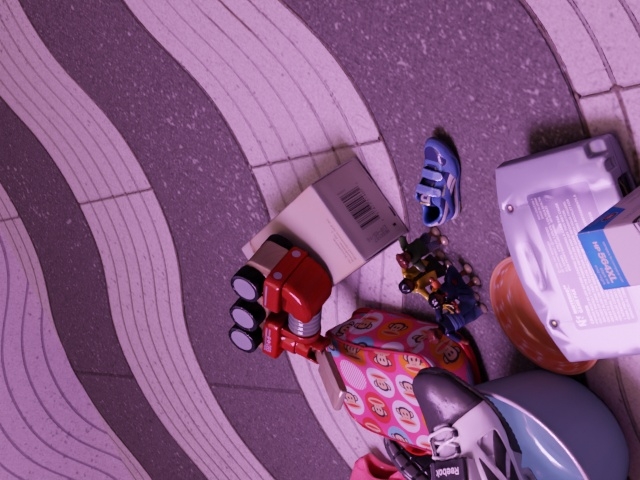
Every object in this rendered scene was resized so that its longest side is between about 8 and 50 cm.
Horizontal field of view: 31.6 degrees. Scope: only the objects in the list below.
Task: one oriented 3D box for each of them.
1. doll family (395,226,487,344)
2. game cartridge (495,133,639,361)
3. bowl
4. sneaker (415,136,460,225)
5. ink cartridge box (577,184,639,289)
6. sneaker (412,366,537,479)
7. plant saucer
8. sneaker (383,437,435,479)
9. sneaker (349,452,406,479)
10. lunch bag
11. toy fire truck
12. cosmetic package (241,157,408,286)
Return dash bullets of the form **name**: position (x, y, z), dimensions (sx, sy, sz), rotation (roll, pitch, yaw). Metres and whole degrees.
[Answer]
- **doll family**: position (0.180, 0.077, 1.767), dimensions (0.193, 0.111, 0.076), rotation (49, 147, 13)
- **game cartridge**: position (0.348, 0.016, 1.504), dimensions (0.196, 0.060, 0.294), rotation (-14, 102, 41)
- **bowl**: position (0.339, 0.318, 1.712), dimensions (0.311, 0.163, 0.311), rotation (33, 140, 32)
- **sneaker**: position (0.173, -0.084, 1.689), dimensions (0.053, 0.059, 0.144), rotation (22, 133, 45)
- **ink cartridge box**: position (0.429, -0.019, 1.318), dimensions (0.203, 0.148, 0.086), rotation (-12, 106, 57)
- **sneaker**: position (0.214, 0.338, 1.616), dimensions (0.330, 0.146, 0.122), rotation (56, 149, 5)
- **plant saucer**: position (0.335, 0.102, 1.652), dimensions (0.200, 0.037, 0.200), rotation (34, 140, 34)
- **sneaker**: position (0.208, 0.449, 2.060), dimensions (0.267, 0.101, 0.106), rotation (45, 148, 19)
- **sneaker**: position (0.171, 0.506, 2.149), dimensions (0.314, 0.116, 0.136), rotation (20, 113, 36)
- **lunch bag**: position (0.151, 0.260, 1.955), dimensions (0.293, 0.120, 0.258), rotation (11, 126, 49)
- **toy fire truck**: position (-0.030, 0.145, 1.892), dimensions (0.246, 0.158, 0.217), rotation (27, 140, 17)
- **cosmetic package**: position (0.000, 0.000, 1.944), dimensions (0.160, 0.113, 0.309), rotation (54, 147, 3)
